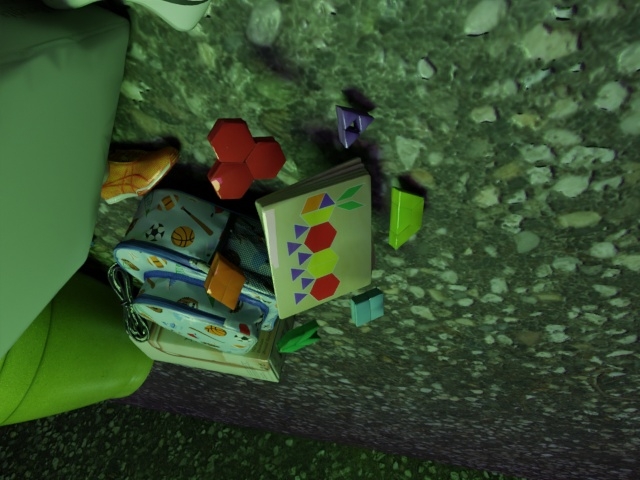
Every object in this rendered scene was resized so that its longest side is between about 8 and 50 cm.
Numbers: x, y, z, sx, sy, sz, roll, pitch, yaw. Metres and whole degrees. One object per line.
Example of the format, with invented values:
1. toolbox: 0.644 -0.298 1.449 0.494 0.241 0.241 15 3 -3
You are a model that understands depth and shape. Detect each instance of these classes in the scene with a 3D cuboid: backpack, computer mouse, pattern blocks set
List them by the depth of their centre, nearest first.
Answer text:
1. pattern blocks set: 0.000 0.000 0.563 0.286 0.026 0.324 -12 125 -24
2. backpack: -0.169 0.044 0.705 0.264 0.213 0.276 28 150 -3
3. computer mouse: -0.268 0.079 0.904 0.262 0.060 0.183 -16 106 1

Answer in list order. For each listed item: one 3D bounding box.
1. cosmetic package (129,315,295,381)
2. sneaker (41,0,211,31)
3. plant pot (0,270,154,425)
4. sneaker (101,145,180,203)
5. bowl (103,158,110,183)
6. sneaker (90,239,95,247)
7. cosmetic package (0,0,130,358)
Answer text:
1. cosmetic package: -0.219 0.187 0.989 0.297 0.153 0.129 5 146 11
2. sneaker: -0.233 -0.243 0.333 0.331 0.122 0.146 19 146 -8
3. plant pot: -0.558 0.209 0.988 0.367 0.365 0.353 -9 161 32
4. sneaker: -0.263 -0.096 0.640 0.175 0.064 0.067 -13 127 31
5. bowl: -0.342 -0.121 0.606 0.142 0.053 0.141 -11 116 34
6. sneaker: -0.500 0.007 0.898 0.136 0.057 0.052 6 148 11
7. cosmetic package: -0.429 -0.083 0.371 0.394 0.329 0.327 21 119 -10
